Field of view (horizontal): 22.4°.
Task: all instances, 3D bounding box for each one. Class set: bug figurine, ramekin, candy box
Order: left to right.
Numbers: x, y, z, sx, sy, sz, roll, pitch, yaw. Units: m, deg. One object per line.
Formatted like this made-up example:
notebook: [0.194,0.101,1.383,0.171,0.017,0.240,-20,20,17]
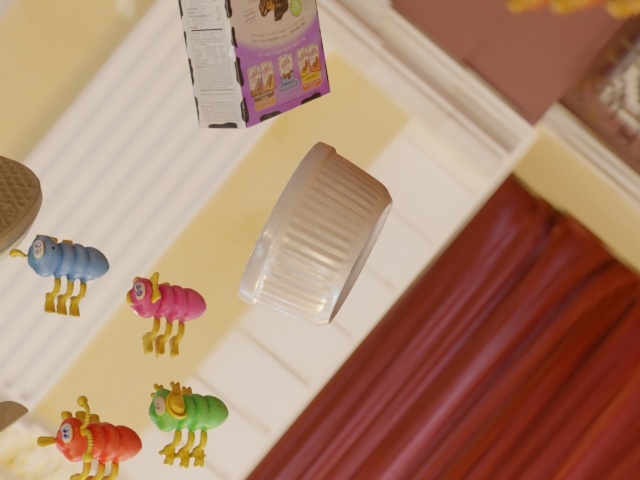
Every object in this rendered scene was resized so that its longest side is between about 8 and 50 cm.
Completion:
bug figurine: [-0.191,0.109,1.571,0.216,0.072,0.279,8,-122,-40]
candy box: [-0.074,-0.236,1.766,0.070,0.196,0.165,2,-162,35]
ramekin: [0.000,0.000,1.867,0.109,0.207,0.207,27,-178,5]

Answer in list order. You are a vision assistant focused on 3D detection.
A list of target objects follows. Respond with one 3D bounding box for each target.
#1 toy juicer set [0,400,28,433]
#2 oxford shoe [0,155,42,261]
toy juicer set: [-0.424,0.130,1.664,0.329,0.089,0.209,54,-145,-25]
oxford shoe: [-0.414,0.053,1.523,0.169,0.130,0.449,19,-142,11]
